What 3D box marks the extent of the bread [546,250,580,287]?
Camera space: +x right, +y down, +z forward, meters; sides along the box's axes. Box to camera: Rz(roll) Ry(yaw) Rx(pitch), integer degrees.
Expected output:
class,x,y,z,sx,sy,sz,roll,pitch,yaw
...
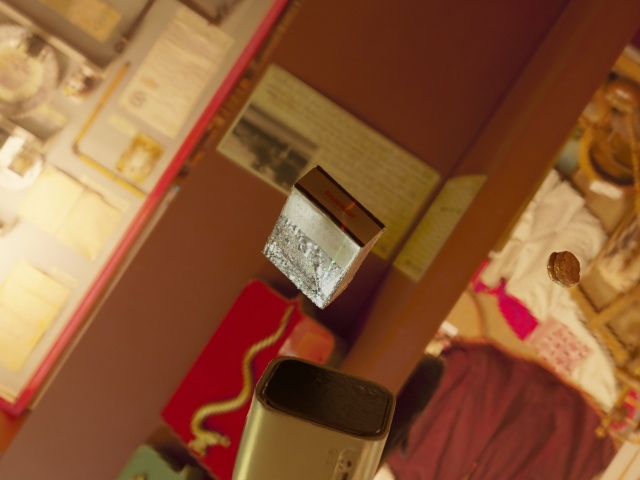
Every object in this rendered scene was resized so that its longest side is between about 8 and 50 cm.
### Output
class,x,y,z,sx,sy,sz,roll,pitch,yaw
bread,0.503,0.059,2.077,0.046,0.081,0.083,-21,174,43

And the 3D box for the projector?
class,x,y,z,sx,sy,sz,roll,pitch,yaw
projector,-0.018,0.389,1.850,0.249,0.249,0.248,17,-163,5

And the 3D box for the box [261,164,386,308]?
class,x,y,z,sx,sy,sz,roll,pitch,yaw
box,0.000,0.000,2.161,0.198,0.084,0.310,43,149,8
